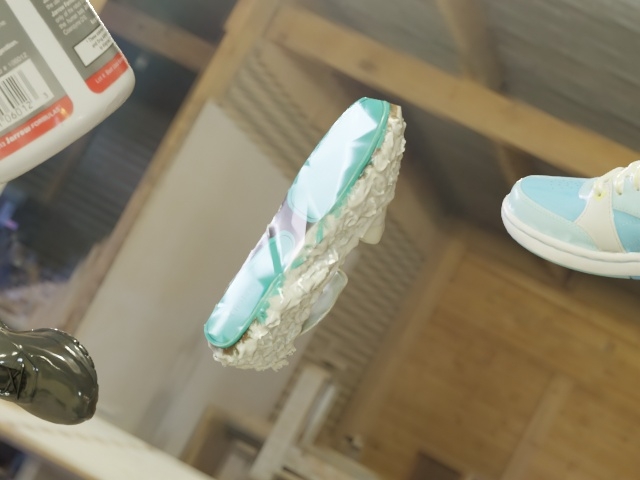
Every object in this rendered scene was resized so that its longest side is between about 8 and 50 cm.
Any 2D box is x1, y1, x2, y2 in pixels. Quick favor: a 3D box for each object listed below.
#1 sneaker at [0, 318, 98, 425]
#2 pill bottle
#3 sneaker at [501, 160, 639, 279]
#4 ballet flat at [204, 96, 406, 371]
[{"bbox_3d":[-0.378,0.139,1.860,0.286,0.109,0.130,23,22,26],"label":"sneaker"},{"bbox_3d":[-0.357,-0.246,1.584,0.363,0.210,0.210,58,-13,-14],"label":"pill bottle"},{"bbox_3d":[0.322,-0.069,1.521,0.319,0.208,0.127,11,32,24],"label":"sneaker"},{"bbox_3d":[0.000,0.000,2.154,0.147,0.409,0.147,35,8,-5],"label":"ballet flat"}]
